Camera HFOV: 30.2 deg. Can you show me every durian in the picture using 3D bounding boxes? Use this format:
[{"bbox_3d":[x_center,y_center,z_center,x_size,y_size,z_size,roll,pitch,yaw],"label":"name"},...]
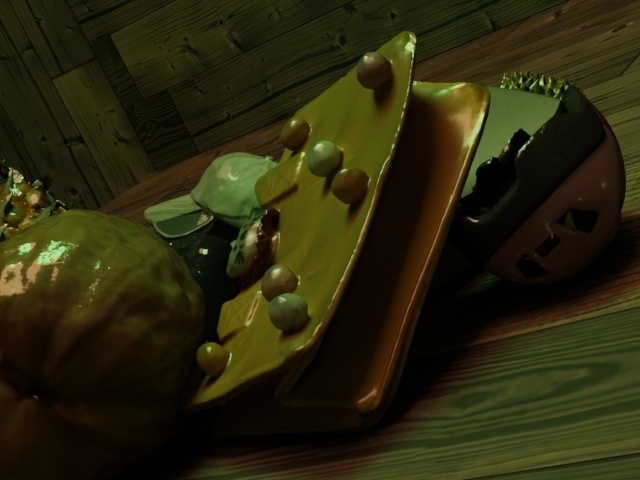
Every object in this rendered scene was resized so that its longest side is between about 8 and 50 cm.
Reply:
[{"bbox_3d":[0.346,-0.221,1.815,0.108,0.119,0.187,-26,10,25],"label":"durian"}]

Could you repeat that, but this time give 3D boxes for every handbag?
[{"bbox_3d":[0.000,0.000,1.207,0.283,0.133,0.401,-25,40,56],"label":"handbag"}]

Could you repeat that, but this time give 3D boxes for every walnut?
[{"bbox_3d":[-0.267,0.116,1.287,0.306,0.306,0.344,-25,1,9],"label":"walnut"}]

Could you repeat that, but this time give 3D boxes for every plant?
[{"bbox_3d":[-0.172,0.087,1.568,0.164,0.142,0.256,-23,23,17],"label":"plant"}]

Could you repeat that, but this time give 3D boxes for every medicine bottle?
[{"bbox_3d":[0.148,-0.072,1.471,0.375,0.123,0.282,-33,35,-33],"label":"medicine bottle"}]

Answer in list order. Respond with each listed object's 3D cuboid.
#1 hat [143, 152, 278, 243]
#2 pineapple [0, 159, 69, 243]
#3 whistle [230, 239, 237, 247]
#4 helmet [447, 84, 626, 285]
[{"bbox_3d":[-0.164,-0.063,2.026,0.275,0.161,0.232,-8,-10,26],"label":"hat"},{"bbox_3d":[-0.451,0.089,1.711,0.300,0.352,0.352,-39,15,-20],"label":"pineapple"},{"bbox_3d":[0.000,-0.028,1.875,0.312,0.062,0.062,-23,12,18],"label":"whistle"},{"bbox_3d":[0.235,-0.042,1.210,0.198,0.154,0.253,-50,-13,24],"label":"helmet"}]
